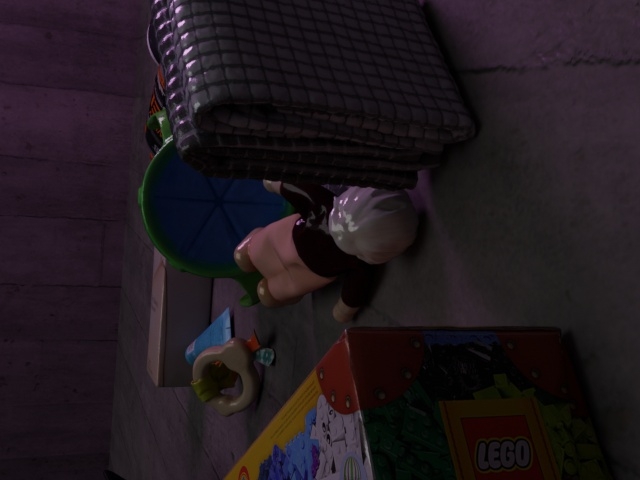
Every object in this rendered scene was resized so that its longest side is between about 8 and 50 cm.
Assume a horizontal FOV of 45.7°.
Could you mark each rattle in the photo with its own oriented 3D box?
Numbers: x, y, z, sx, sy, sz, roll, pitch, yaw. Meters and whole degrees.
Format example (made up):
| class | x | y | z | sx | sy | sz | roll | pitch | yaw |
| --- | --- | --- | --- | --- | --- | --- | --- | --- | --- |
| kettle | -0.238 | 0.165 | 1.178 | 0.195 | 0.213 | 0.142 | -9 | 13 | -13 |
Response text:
| class | x | y | z | sx | sy | sz | roll | pitch | yaw |
| --- | --- | --- | --- | --- | --- | --- | --- | --- | --- |
| rattle | -0.126 | 0.205 | 1.328 | 0.130 | 0.142 | 0.200 | 44 | 118 | 21 |

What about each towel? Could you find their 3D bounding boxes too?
| class | x | y | z | sx | sy | sz | roll | pitch | yaw |
| --- | --- | --- | --- | --- | --- | --- | --- | --- | --- |
| towel | -0.016 | -0.168 | 0.751 | 0.121 | 0.283 | 0.235 | -58 | 38 | 45 |

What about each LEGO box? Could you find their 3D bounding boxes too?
| class | x | y | z | sx | sy | sz | roll | pitch | yaw |
| --- | --- | --- | --- | --- | --- | --- | --- | --- | --- |
| LEGO box | 0.048 | 0.347 | 0.643 | 0.500 | 0.193 | 0.373 | 122 | 144 | -51 |

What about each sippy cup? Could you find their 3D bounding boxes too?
| class | x | y | z | sx | sy | sz | roll | pitch | yaw |
| --- | --- | --- | --- | --- | --- | --- | --- | --- | --- |
| sippy cup | -0.177 | -0.054 | 1.233 | 0.224 | 0.239 | 0.306 | 170 | 108 | -74 |

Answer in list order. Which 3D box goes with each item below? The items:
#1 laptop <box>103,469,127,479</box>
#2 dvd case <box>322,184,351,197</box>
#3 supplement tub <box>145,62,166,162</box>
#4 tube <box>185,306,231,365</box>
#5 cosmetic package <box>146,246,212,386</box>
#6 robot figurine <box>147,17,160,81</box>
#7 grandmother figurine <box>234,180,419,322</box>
| class | x | y | z | sx | sy | sz | roll | pitch | yaw |
| --- | --- | --- | --- | --- | --- | --- | --- | --- | --- |
| laptop | -0.265 | 0.656 | 1.361 | 0.236 | 0.408 | 0.382 | -56 | 17 | -15 |
| dvd case | 0.042 | -0.136 | 0.958 | 0.221 | 0.018 | 0.165 | 115 | 150 | -43 |
| supplement tub | -0.207 | -0.239 | 1.367 | 0.316 | 0.193 | 0.194 | 121 | 146 | -51 |
| tube | -0.222 | 0.206 | 1.551 | 0.207 | 0.052 | 0.080 | -42 | 54 | 54 |
| cosmetic package | -0.317 | 0.159 | 1.708 | 0.160 | 0.113 | 0.310 | -169 | 81 | -69 |
| robot figurine | -0.257 | -0.422 | 1.555 | 0.278 | 0.209 | 0.174 | 9 | 117 | 68 |
| grandmother figurine | 0.000 | 0.000 | 0.926 | 0.208 | 0.104 | 0.342 | 51 | 152 | -11 |
